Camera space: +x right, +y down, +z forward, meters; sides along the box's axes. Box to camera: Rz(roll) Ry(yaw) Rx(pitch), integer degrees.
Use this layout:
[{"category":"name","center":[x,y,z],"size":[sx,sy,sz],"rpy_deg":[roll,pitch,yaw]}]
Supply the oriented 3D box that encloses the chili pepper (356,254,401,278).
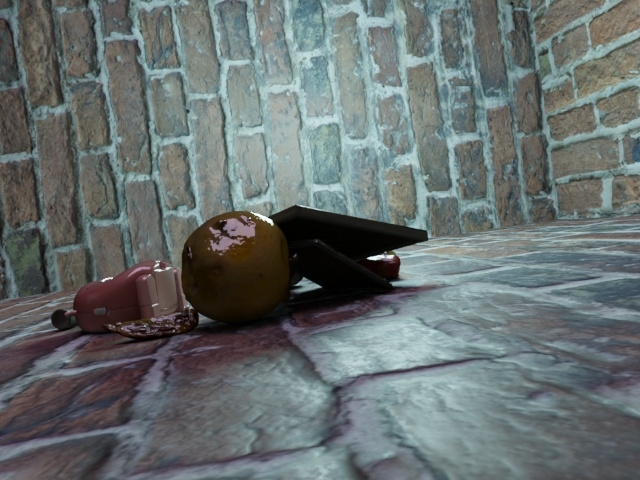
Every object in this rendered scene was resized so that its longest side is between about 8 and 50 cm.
[{"category":"chili pepper","center":[0.157,0.075,1.660],"size":[0.123,0.070,0.073],"rpy_deg":[-10,-25,3]}]

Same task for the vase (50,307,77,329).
[{"category":"vase","center":[-0.624,0.192,1.531],"size":[0.053,0.053,0.101],"rpy_deg":[-8,-2,5]}]

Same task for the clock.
[{"category":"clock","center":[-0.460,0.132,1.424],"size":[0.241,0.142,0.227],"rpy_deg":[-11,1,10]}]

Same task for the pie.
[{"category":"pie","center":[-0.320,0.171,1.190],"size":[0.191,0.033,0.088],"rpy_deg":[-7,16,-29]}]

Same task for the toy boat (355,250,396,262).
[{"category":"toy boat","center":[0.090,0.070,1.814],"size":[0.321,0.088,0.122],"rpy_deg":[-4,9,42]}]

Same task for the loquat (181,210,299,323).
[{"category":"loquat","center":[-0.158,0.055,1.221],"size":[0.244,0.243,0.244],"rpy_deg":[-8,2,0]}]

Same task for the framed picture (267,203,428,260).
[{"category":"framed picture","center":[0.000,0.000,1.488],"size":[0.446,0.028,0.326],"rpy_deg":[9,-20,-44]}]

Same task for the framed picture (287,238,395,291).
[{"category":"framed picture","center":[0.010,0.060,1.379],"size":[0.217,0.017,0.274],"rpy_deg":[-5,-28,44]}]

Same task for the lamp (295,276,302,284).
[{"category":"lamp","center":[-0.120,0.073,1.808],"size":[0.157,0.134,0.157],"rpy_deg":[-7,0,15]}]

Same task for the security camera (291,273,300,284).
[{"category":"security camera","center":[-0.074,0.045,1.716],"size":[0.302,0.157,0.080],"rpy_deg":[-23,-7,-35]}]
